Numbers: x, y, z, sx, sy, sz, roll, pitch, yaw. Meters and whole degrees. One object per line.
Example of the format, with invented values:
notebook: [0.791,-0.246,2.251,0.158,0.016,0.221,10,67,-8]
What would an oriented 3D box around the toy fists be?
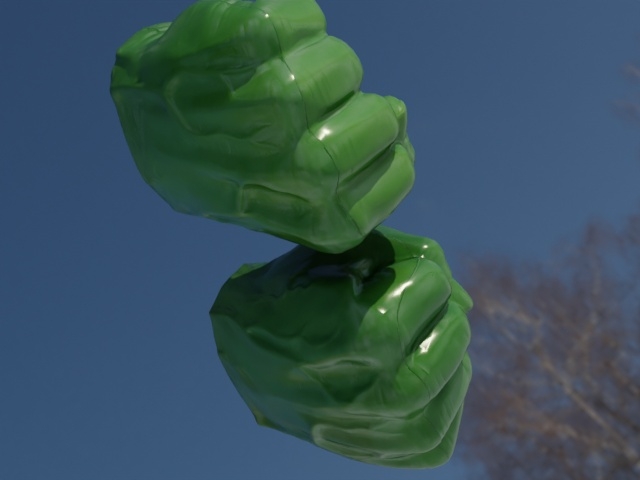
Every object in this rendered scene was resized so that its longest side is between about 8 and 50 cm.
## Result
toy fists: [0.000,0.000,0.796,0.096,0.142,0.279,-35,-62,-30]
